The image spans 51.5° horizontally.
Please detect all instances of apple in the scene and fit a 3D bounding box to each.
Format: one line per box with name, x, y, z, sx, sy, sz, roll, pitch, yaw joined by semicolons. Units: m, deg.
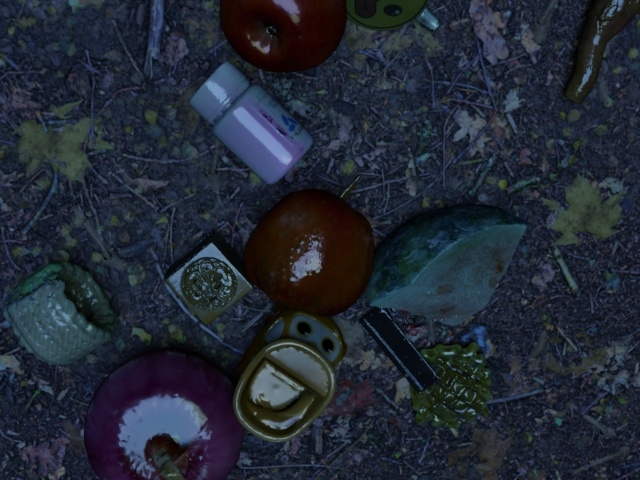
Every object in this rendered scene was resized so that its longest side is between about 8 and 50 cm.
apple;-0.075;-0.463;1.345;0.260;0.217;0.261;10;135;11

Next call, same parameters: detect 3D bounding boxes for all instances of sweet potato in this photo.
sweet potato;0.643;-0.494;1.471;0.109;0.109;0.385;28;103;-9

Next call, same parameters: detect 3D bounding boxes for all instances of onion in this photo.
onion;-0.344;0.415;1.481;0.358;0.345;0.359;4;67;-10

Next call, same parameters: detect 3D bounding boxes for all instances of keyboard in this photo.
keyboard;0.191;0.262;1.598;0.072;0.023;0.231;-39;91;20

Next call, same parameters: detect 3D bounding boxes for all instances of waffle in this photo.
waffle;0.324;0.361;1.638;0.203;0.054;0.224;-9;101;-3

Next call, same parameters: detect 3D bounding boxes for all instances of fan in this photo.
fan;0.087;-0.538;1.396;0.334;0.230;0.011;6;57;9

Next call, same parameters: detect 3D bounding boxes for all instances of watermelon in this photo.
watermelon;0.280;0.074;1.508;0.387;0.228;0.258;-28;111;-8

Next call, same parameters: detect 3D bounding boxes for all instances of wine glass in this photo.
wine glass;0.229;-0.502;1.472;0.083;0.042;0.039;34;135;-12

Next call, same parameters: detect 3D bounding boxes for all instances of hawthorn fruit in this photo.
hawthorn fruit;0.000;0.000;1.434;0.287;0.287;0.330;28;98;-9

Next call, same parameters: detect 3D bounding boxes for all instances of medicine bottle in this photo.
medicine bottle;-0.149;-0.254;1.435;0.152;0.152;0.254;-45;100;5

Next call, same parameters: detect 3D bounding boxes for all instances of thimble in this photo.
thimble;-0.567;0.159;1.451;0.150;0.219;0.219;-32;102;5

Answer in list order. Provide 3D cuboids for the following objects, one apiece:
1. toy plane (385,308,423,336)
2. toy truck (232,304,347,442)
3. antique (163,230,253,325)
toy plane;0.195;0.170;1.601;0.060;0.037;0.145;-31;98;-8
toy truck;-0.071;0.290;1.512;0.204;0.211;0.288;36;93;-9
antique;-0.249;0.082;1.496;0.146;0.148;0.152;-40;104;6
